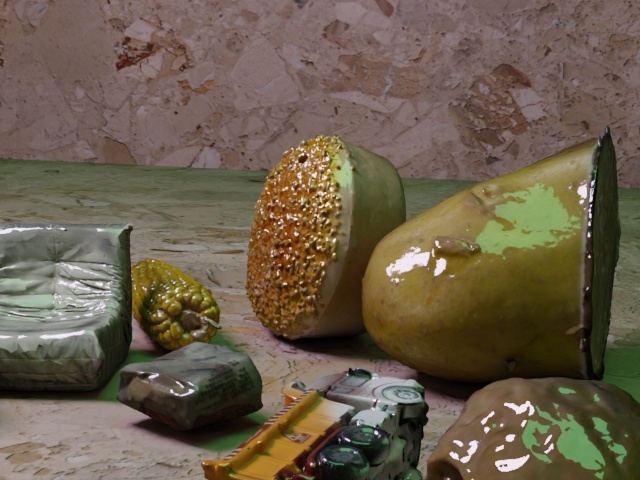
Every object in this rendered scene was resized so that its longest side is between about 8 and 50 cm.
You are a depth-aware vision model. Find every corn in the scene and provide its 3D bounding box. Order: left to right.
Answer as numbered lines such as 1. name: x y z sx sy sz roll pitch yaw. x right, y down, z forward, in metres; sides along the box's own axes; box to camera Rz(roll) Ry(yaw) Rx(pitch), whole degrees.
1. corn: -0.215 0.085 1.650 0.101 0.101 0.310 -4 12 -22

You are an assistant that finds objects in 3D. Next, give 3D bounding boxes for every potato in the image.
1. potato: 0.217 0.013 1.497 0.296 0.290 0.397 1 39 17

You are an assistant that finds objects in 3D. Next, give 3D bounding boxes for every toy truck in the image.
1. toy truck: 0.002 0.199 1.042 0.135 0.114 0.270 10 16 22

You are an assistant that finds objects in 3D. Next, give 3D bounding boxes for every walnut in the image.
1. walnut: 0.202 0.190 0.932 0.238 0.141 0.204 17 18 15

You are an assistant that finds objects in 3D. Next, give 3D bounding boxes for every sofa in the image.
1. sofa: -0.342 0.078 1.471 0.210 0.176 0.225 1 11 5

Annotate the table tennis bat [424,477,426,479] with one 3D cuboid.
1. table tennis bat: 0.163 0.242 1.061 0.138 0.022 0.246 0 9 2

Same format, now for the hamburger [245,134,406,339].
1. hamburger: 0.000 0.000 1.640 0.170 0.302 0.302 9 8 -16

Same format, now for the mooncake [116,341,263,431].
1. mooncake: -0.140 0.165 1.298 0.130 0.073 0.125 9 17 44
